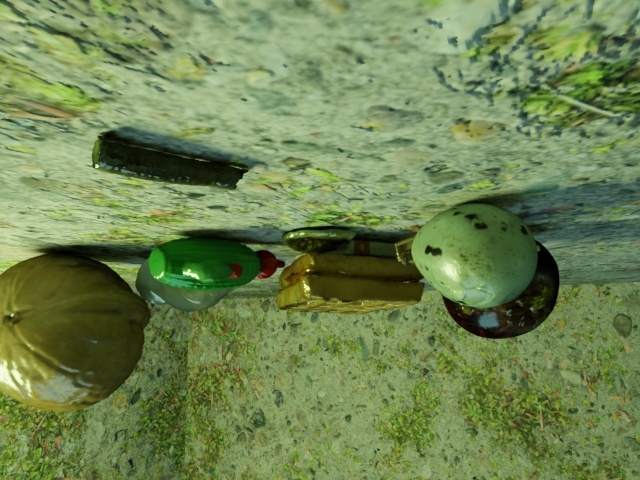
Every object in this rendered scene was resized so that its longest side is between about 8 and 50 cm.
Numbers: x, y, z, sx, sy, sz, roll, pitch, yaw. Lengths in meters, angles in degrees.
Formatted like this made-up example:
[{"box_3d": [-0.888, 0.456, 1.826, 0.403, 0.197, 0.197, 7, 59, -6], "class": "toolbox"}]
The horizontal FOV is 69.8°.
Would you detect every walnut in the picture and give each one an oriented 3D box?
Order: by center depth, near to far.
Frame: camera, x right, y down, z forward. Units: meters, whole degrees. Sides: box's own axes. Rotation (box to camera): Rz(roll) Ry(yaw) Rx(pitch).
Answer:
[{"box_3d": [-0.495, 0.179, 0.913, 0.334, 0.332, 0.333, -1, 170, 0], "class": "walnut"}]

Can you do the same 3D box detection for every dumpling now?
[{"box_3d": [-0.272, 0.076, 0.955, 0.216, 0.126, 0.166, 9, 149, 26], "class": "dumpling"}]

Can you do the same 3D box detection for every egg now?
[{"box_3d": [0.184, 0.019, 0.573, 0.132, 0.131, 0.164, 5, 174, -33], "class": "egg"}]

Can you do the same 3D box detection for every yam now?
[{"box_3d": [-0.117, -0.059, 0.381, 0.130, 0.027, 0.033, 5, 170, -37], "class": "yam"}]

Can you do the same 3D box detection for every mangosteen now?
[{"box_3d": [0.293, 0.064, 0.795, 0.193, 0.192, 0.217, 1, -158, -15], "class": "mangosteen"}]

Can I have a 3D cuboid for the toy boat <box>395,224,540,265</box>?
[{"box_3d": [0.211, 0.006, 0.677, 0.206, 0.064, 0.072, -8, -175, 34], "class": "toy boat"}]

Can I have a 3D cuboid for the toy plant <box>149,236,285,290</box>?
[{"box_3d": [-0.178, 0.038, 0.793, 0.155, 0.088, 0.240, 8, -175, 22], "class": "toy plant"}]

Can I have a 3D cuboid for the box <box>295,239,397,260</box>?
[{"box_3d": [0.050, 0.030, 0.921, 0.122, 0.032, 0.220, 5, 170, -28], "class": "box"}]

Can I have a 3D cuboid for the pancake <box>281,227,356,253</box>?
[{"box_3d": [-0.006, -0.001, 0.756, 0.116, 0.022, 0.129, 0, 166, -6], "class": "pancake"}]

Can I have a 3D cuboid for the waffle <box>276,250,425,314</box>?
[{"box_3d": [0.041, 0.089, 0.895, 0.225, 0.098, 0.328, 3, 167, -13], "class": "waffle"}]
